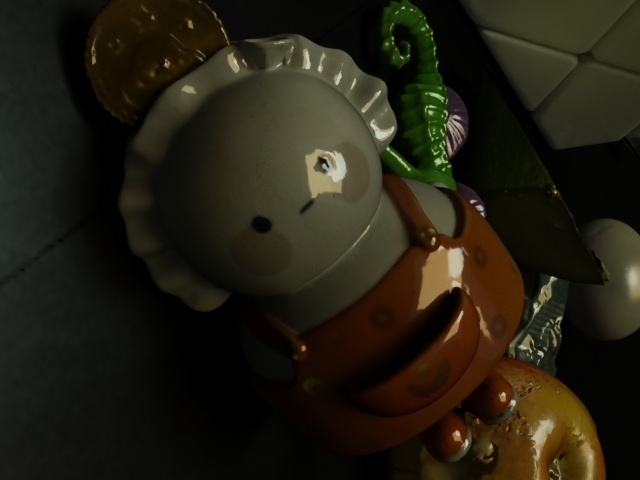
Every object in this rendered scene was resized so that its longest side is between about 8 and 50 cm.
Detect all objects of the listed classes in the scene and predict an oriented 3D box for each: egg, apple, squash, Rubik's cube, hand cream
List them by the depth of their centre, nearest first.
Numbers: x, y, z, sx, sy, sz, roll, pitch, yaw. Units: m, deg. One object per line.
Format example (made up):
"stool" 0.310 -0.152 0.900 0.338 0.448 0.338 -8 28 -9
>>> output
"apple" 0.117 0.145 0.525 0.146 0.147 0.146 14 73 -56
"squash" 0.153 -0.048 0.686 0.192 0.085 0.184 45 20 -49
"hand cream" 0.199 0.129 0.730 0.075 0.052 0.247 31 60 -51
"Rubik's cube" 0.330 -0.312 0.763 0.322 0.319 0.315 40 53 -47
"egg" 0.306 0.041 0.867 0.103 0.103 0.134 31 58 -52

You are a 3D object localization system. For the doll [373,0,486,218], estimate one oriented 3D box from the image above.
"doll" 0.068 -0.077 0.562 0.115 0.050 0.190 16 67 -49

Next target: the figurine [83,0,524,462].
"figurine" -0.001 0.000 0.382 0.271 0.143 0.143 48 41 -8

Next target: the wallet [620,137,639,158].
"wallet" 0.439 -0.231 1.099 0.172 0.045 0.318 -56 141 5
